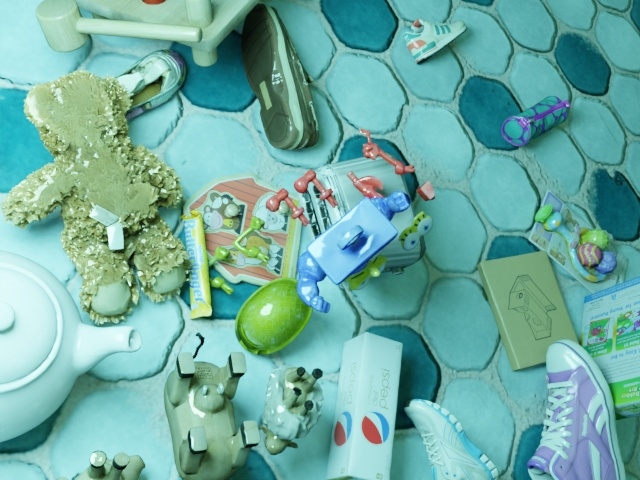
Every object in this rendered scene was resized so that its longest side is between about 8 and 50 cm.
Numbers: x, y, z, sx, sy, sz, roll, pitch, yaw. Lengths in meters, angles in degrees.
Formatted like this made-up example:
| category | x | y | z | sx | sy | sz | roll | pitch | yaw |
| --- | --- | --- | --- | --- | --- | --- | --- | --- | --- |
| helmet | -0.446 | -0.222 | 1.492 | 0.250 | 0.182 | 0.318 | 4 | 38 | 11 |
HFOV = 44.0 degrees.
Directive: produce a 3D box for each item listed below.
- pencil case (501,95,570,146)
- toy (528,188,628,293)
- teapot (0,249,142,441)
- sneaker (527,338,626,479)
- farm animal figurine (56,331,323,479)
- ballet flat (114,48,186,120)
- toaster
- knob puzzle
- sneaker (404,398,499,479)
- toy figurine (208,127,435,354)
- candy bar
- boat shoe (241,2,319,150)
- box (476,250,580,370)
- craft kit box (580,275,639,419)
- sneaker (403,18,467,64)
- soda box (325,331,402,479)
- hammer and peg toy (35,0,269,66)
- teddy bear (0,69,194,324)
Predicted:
| category | x | y | z | sx | sy | sz | roll | pitch | yaw |
| --- | --- | --- | --- | --- | --- | --- | --- | --- | --- |
| pencil case | 0.433 | -0.240 | 1.590 | 0.152 | 0.070 | 0.064 | -30 | 86 | -36 |
| toy | 0.520 | 0.012 | 1.540 | 0.237 | 0.056 | 0.136 | 36 | 58 | -11 |
| teapot | -0.391 | 0.110 | 0.914 | 0.256 | 0.187 | 0.252 | -39 | 91 | -34 |
| sneaker | 0.406 | 0.311 | 1.319 | 0.161 | 0.102 | 0.282 | -8 | 77 | -28 |
| farm animal figurine | -0.166 | 0.284 | 0.990 | 0.330 | 0.172 | 0.326 | 16 | 50 | -14 |
| ballet flat | -0.272 | -0.234 | 1.191 | 0.077 | 0.079 | 0.221 | 48 | 55 | -4 |
| toaster | 0.061 | -0.045 | 1.263 | 0.147 | 0.129 | 0.226 | -12 | 83 | -30 |
| knob puzzle | -0.117 | -0.025 | 1.218 | 0.213 | 0.030 | 0.213 | 11 | 65 | -25 |
| sneaker | 0.190 | 0.327 | 1.218 | 0.190 | 0.071 | 0.083 | 47 | 61 | -4 |
| toy figurine | 0.000 | 0.000 | 1.070 | 0.363 | 0.217 | 0.191 | -38 | 90 | -3 |
| candy bar | -0.180 | 0.034 | 1.148 | 0.018 | 0.040 | 0.161 | 13 | 65 | -54 |
| boat shoe | -0.062 | -0.269 | 1.326 | 0.095 | 0.095 | 0.257 | -1 | 76 | -44 |
| box | 0.379 | 0.124 | 1.435 | 0.165 | 0.021 | 0.201 | -8 | 74 | -31 |
| craft kit box | 0.556 | 0.178 | 1.372 | 0.061 | 0.250 | 0.246 | 30 | 59 | -17 |
| sneaker | 0.223 | -0.411 | 1.553 | 0.161 | 0.057 | 0.075 | -41 | 97 | -32 |
| soda box | 0.066 | 0.252 | 1.175 | 0.069 | 0.074 | 0.216 | 19 | 61 | -21 |
| hammer and peg toy | -0.229 | -0.361 | 1.185 | 0.266 | 0.127 | 0.361 | 21 | 55 | 15 |
| teddy bear | -0.298 | -0.055 | 1.080 | 0.245 | 0.113 | 0.338 | -41 | 106 | -24 |
